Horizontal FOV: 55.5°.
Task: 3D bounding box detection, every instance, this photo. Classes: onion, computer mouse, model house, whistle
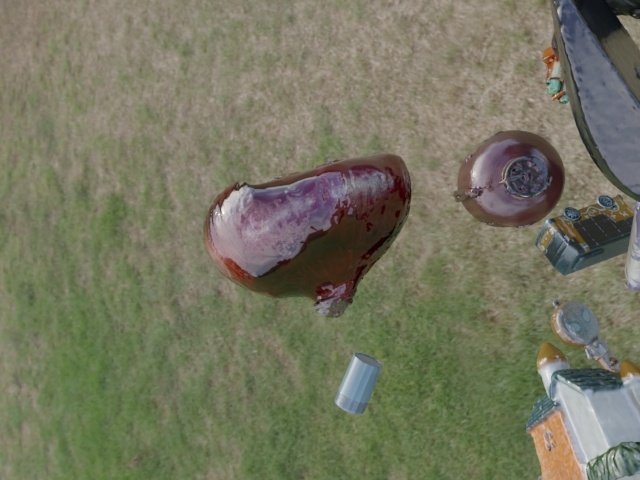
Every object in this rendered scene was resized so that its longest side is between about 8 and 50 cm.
[{"bbox_3d":[0.000,0.000,0.766,0.272,0.272,0.195,-25,82,39],"label":"onion"},{"bbox_3d":[0.309,-0.149,0.650,0.087,0.168,0.295,-30,103,40],"label":"computer mouse"},{"bbox_3d":[0.501,0.318,1.106,0.271,0.190,0.301,107,156,-52],"label":"model house"},{"bbox_3d":[0.601,0.222,1.372,0.220,0.107,0.057,50,152,16],"label":"whistle"}]

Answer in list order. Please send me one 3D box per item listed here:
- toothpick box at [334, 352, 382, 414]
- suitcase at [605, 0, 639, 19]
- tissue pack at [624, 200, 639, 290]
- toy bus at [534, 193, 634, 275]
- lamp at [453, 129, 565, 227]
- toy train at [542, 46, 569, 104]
[{"bbox_3d":[0.060,0.226,0.962,0.052,0.052,0.083,27,99,38],"label":"toothpick box"},{"bbox_3d":[0.401,-0.498,0.744,0.345,0.339,0.188,-55,11,-6],"label":"suitcase"},{"bbox_3d":[0.588,-0.065,0.998,0.125,0.344,0.242,12,72,28],"label":"tissue pack"},{"bbox_3d":[0.804,-0.015,1.822,0.138,0.275,0.167,94,155,-53],"label":"toy bus"},{"bbox_3d":[0.334,-0.106,1.110,0.180,0.258,0.180,0,91,2],"label":"lamp"},{"bbox_3d":[0.717,-0.494,1.819,0.074,0.118,0.176,-36,31,62],"label":"toy train"}]
